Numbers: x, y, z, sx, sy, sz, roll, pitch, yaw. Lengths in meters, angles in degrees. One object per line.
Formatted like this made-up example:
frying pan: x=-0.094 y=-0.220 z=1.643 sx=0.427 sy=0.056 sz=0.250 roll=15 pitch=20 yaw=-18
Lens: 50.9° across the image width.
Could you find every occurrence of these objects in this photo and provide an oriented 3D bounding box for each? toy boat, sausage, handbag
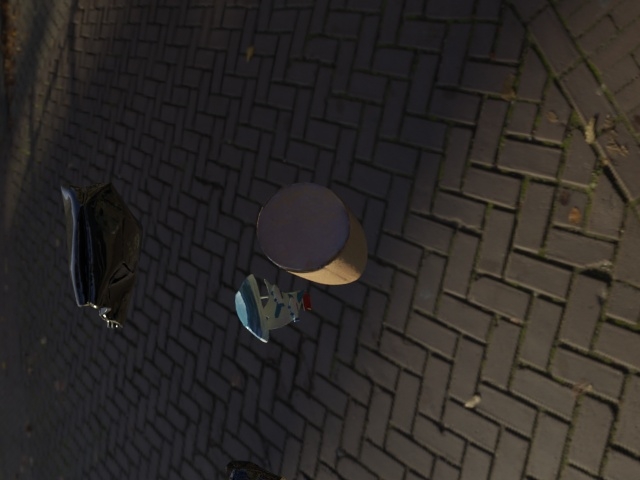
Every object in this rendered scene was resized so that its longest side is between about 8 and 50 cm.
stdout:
toy boat: x=-0.078 y=0.116 z=1.099 sx=0.034 sy=0.149 sz=0.105 roll=-19 pitch=59 yaw=42
sausage: x=0.000 y=0.000 z=0.970 sx=0.123 sy=0.253 sz=0.123 roll=-2 pitch=81 yaw=10
handbag: x=-0.499 y=0.042 z=1.556 sx=0.342 sy=0.152 sz=0.288 roll=93 pitch=173 yaw=-73

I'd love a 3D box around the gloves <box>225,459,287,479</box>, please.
gloves: x=-0.102 y=0.504 z=1.265 sx=0.164 sy=0.124 sz=0.203 roll=58 pitch=168 yaw=-13
